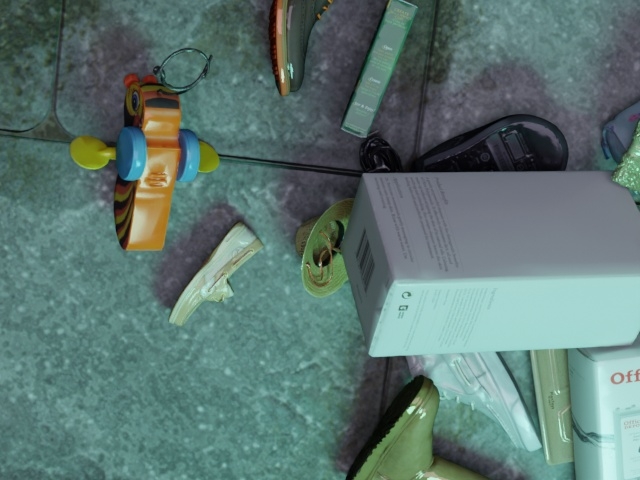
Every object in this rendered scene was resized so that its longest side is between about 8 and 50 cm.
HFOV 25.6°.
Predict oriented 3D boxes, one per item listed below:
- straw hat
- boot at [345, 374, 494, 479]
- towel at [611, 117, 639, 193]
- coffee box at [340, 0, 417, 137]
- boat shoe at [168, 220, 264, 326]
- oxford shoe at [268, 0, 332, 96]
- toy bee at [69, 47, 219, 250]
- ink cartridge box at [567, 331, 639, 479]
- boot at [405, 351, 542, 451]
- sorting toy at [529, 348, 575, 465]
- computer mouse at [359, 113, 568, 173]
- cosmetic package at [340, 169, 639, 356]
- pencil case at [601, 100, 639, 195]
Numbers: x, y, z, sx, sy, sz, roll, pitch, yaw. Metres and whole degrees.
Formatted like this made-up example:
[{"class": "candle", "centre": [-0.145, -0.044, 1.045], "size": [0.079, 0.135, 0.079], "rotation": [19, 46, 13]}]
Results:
[{"class": "straw hat", "centre": [0.000, 0.000, 1.919], "size": [0.061, 0.144, 0.144], "rotation": [24, 99, 37]}, {"class": "boot", "centre": [0.197, 0.323, 1.943], "size": [0.270, 0.089, 0.236], "rotation": [28, 128, -4]}, {"class": "towel", "centre": [0.458, -0.101, 1.831], "size": [0.148, 0.027, 0.110], "rotation": [15, 111, -20]}, {"class": "coffee box", "centre": [0.075, -0.229, 1.868], "size": [0.040, 0.113, 0.184], "rotation": [21, 98, -2]}, {"class": "boat shoe", "centre": [-0.141, 0.056, 1.923], "size": [0.059, 0.063, 0.170], "rotation": [37, 94, -1]}, {"class": "oxford shoe", "centre": [-0.014, -0.323, 1.860], "size": [0.098, 0.097, 0.271], "rotation": [5, 98, -9]}, {"class": "toy bee", "centre": [-0.215, -0.142, 1.867], "size": [0.195, 0.162, 0.298], "rotation": [23, 112, -36]}, {"class": "ink cartridge box", "centre": [0.454, 0.262, 1.915], "size": [0.207, 0.117, 0.283], "rotation": [-8, 105, -6]}, {"class": "boot", "centre": [0.198, 0.196, 1.952], "size": [0.123, 0.095, 0.258], "rotation": [-29, 90, 8]}, {"class": "sorting toy", "centre": [0.401, 0.207, 1.984], "size": [0.208, 0.038, 0.193], "rotation": [-10, 99, -6]}, {"class": "computer mouse", "centre": [0.202, -0.096, 1.917], "size": [0.272, 0.072, 0.188], "rotation": [-19, 103, 12]}, {"class": "cosmetic package", "centre": [0.231, 0.026, 1.812], "size": [0.366, 0.197, 0.155], "rotation": [1, 137, -15]}, {"class": "pencil case", "centre": [0.518, -0.165, 1.895], "size": [0.273, 0.113, 0.124], "rotation": [-31, 118, 3]}]
